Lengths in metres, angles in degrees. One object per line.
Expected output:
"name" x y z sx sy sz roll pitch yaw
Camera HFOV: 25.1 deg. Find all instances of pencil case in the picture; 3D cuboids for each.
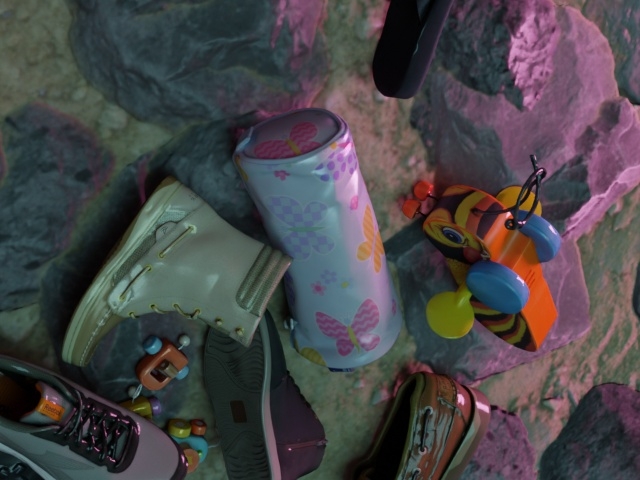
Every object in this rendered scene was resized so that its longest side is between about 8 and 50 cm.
"pencil case" 0.000 0.000 1.476 0.113 0.124 0.273 -58 141 -49

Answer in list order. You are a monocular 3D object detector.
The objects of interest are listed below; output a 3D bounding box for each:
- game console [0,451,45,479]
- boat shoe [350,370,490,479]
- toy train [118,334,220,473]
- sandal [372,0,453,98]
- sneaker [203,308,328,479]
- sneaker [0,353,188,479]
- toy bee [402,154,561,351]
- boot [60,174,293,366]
"game console" -0.319 0.384 1.460 0.250 0.173 0.293 34 95 -34
"boat shoe" 0.077 0.291 1.658 0.104 0.110 0.307 24 91 -28
"toy train" -0.152 0.184 1.525 0.125 0.046 0.166 -40 123 -4
"sandal" 0.096 -0.261 1.411 0.054 0.097 0.254 5 110 -28
"sneaker" -0.057 0.161 1.554 0.118 0.083 0.222 -17 104 -58
"sneaker" -0.248 0.186 1.406 0.271 0.108 0.100 27 64 -23
"toy bee" 0.176 -0.006 1.557 0.195 0.162 0.298 -40 144 -42
"boot" -0.143 0.065 1.420 0.165 0.077 0.213 33 93 -3
